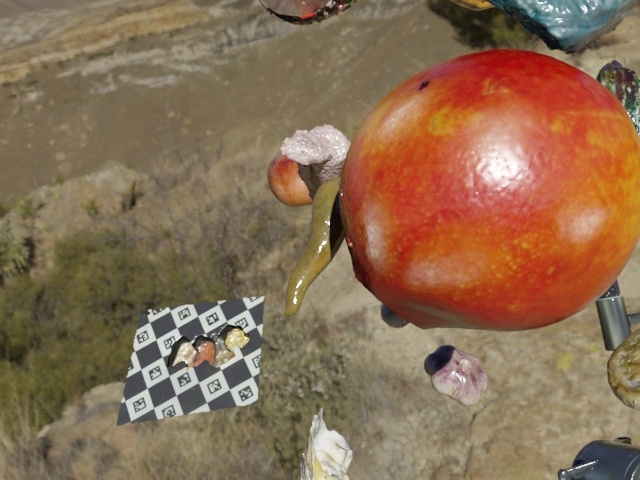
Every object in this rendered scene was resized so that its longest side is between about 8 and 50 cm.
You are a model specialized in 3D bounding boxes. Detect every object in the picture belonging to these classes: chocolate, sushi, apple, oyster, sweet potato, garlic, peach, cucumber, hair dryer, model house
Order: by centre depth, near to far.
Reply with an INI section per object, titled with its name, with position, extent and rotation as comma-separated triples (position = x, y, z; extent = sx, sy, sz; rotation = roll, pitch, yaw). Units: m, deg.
[model house]
position = 0.335, -0.429, 0.908
extent = 0.184, 0.253, 0.291
rotation = -33, -14, -35
[peach]
position = 0.204, -0.054, 0.920
extent = 0.389, 0.388, 0.388
rotation = -12, 22, 5
[sweet potato]
position = 0.001, 0.002, 1.104
extent = 0.069, 0.059, 0.249
rotation = 4, 69, 37
[cucumber]
position = 0.537, -0.168, 1.305
extent = 0.096, 0.359, 0.096
rotation = 9, -10, 2
[sushi]
position = -0.248, 0.244, 1.448
extent = 0.290, 0.050, 0.263
rotation = -9, 50, 12
[chocolate]
position = 0.172, 0.134, 1.475
extent = 0.072, 0.072, 0.167
rotation = -24, -14, -24
[garlic]
position = 0.333, 0.321, 1.734
extent = 0.147, 0.102, 0.159
rotation = -18, 57, -44
[apple]
position = -0.041, -0.164, 1.920
extent = 0.201, 0.162, 0.201
rotation = -14, 10, 2
[hair dryer]
position = 0.889, 0.187, 1.981
extent = 0.249, 0.195, 0.078
rotation = -10, -4, -4
[oyster]
position = 0.007, 0.631, 2.014
extent = 0.100, 0.275, 0.271
rotation = -33, -6, 36

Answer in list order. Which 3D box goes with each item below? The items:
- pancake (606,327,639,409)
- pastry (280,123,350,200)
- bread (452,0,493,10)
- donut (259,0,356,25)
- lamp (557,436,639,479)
[pancake]
position = 0.318, 0.103, 0.627
extent = 0.140, 0.022, 0.139
rotation = -30, 14, 8
[pastry]
position = 0.006, -0.149, 1.387
extent = 0.103, 0.265, 0.112
rotation = 39, 85, 17
[bread]
position = 0.329, -0.560, 1.384
extent = 0.340, 0.178, 0.194
rotation = -19, -16, -38
[donut]
position = -0.020, -0.663, 1.763
extent = 0.345, 0.259, 0.136
rotation = 5, 13, 33
[lamp]
position = 0.749, 0.586, 1.692
extent = 0.374, 0.204, 0.272
rotation = -2, -6, -39
